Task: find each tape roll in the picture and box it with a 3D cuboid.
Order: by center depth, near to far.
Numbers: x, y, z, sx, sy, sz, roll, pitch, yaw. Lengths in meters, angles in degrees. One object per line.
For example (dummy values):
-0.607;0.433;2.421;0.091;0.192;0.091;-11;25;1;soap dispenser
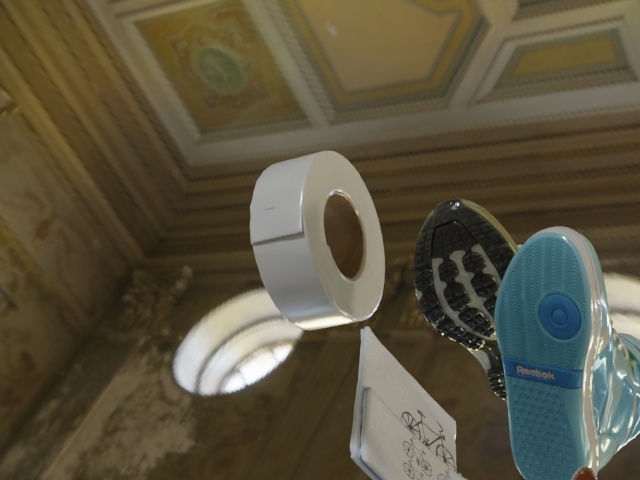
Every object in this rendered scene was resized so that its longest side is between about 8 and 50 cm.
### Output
0.000;0.000;1.751;0.100;0.286;0.286;-12;-55;27;tape roll

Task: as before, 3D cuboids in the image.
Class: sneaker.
0.307;0.114;1.236;0.127;0.208;0.318;18;-61;42;sneaker
0.243;0.063;1.485;0.158;0.182;0.410;-16;-46;22;sneaker

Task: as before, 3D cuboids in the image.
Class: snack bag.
0.170;0.361;1.955;0.037;0.342;0.323;-31;-63;25;snack bag

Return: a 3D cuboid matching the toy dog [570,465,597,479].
0.235;0.292;1.029;0.220;0.161;0.333;-29;-38;10;toy dog
